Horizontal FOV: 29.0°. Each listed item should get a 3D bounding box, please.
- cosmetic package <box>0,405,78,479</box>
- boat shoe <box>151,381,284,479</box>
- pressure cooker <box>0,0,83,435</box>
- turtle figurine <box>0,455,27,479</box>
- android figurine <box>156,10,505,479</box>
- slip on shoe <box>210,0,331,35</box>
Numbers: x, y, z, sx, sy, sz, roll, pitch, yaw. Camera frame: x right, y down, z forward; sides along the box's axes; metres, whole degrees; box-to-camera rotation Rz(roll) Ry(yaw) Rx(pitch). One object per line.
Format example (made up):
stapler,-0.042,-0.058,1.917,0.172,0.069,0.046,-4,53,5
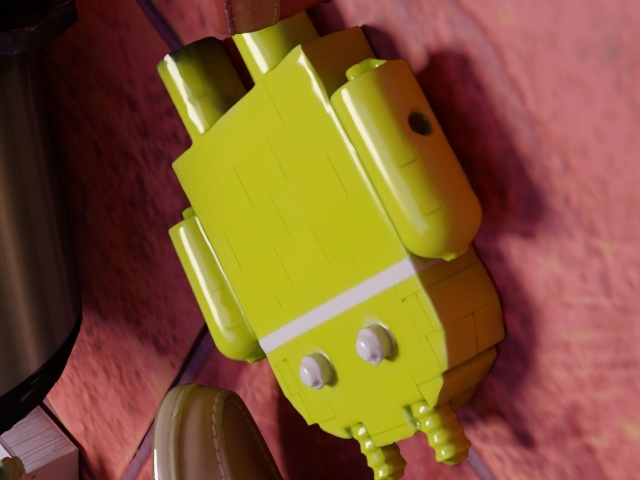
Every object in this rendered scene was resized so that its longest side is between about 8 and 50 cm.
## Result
cosmetic package,-0.277,0.264,1.186,0.099,0.060,0.239,40,138,35
boat shoe,-0.001,0.237,0.777,0.110,0.121,0.341,-19,100,17
pressure cooker,-0.373,-0.078,0.847,0.375,0.369,0.421,33,133,53
turtle figurine,-0.197,0.273,0.950,0.266,0.274,0.198,27,91,24
android figurine,0.000,0.000,0.670,0.248,0.056,0.273,-30,84,55
slip on shoe,-0.102,-0.218,0.614,0.331,0.101,0.123,46,163,26
